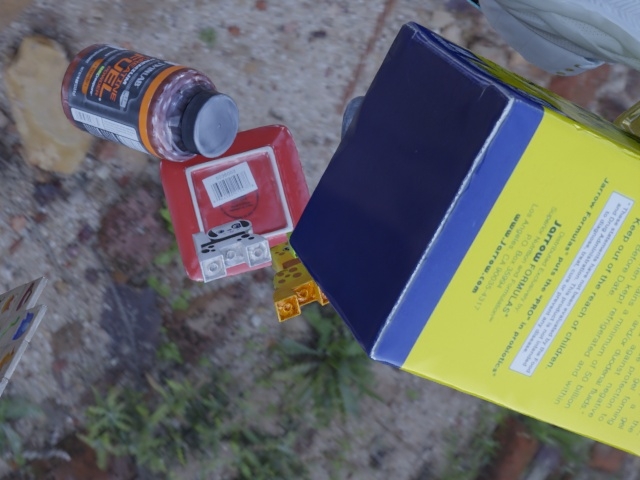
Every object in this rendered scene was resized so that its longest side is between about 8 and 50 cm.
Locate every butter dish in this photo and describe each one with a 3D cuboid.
[{"bbox_3d":[-0.091,-0.037,1.583,0.160,0.118,0.160,-15,81,0],"label":"butter dish"}]

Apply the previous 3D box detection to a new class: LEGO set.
[{"bbox_3d":[0.000,0.000,1.122,0.227,0.093,0.087,-19,118,-16],"label":"LEGO set"}]

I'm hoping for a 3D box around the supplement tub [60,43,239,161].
[{"bbox_3d":[-0.183,-0.148,1.479,0.106,0.198,0.106,-29,128,-45],"label":"supplement tub"}]

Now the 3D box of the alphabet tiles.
[{"bbox_3d":[-0.335,0.142,1.274,0.009,0.198,0.237,37,59,-23],"label":"alphabet tiles"}]

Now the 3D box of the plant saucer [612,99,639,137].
[{"bbox_3d":[0.417,-0.103,1.244,0.333,0.333,0.081,-38,120,13],"label":"plant saucer"}]

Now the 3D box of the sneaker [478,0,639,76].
[{"bbox_3d":[0.257,-0.174,1.087,0.292,0.169,0.108,28,86,11],"label":"sneaker"}]

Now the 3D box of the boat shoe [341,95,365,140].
[{"bbox_3d":[0.067,-0.032,1.307,0.108,0.102,0.301,-60,160,-23],"label":"boat shoe"}]

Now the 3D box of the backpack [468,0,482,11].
[{"bbox_3d":[0.191,-0.289,1.234,0.166,0.144,0.188,31,96,-1],"label":"backpack"}]

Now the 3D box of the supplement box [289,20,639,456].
[{"bbox_3d":[0.192,0.016,0.990,0.356,0.194,0.195,22,104,-26],"label":"supplement box"}]
